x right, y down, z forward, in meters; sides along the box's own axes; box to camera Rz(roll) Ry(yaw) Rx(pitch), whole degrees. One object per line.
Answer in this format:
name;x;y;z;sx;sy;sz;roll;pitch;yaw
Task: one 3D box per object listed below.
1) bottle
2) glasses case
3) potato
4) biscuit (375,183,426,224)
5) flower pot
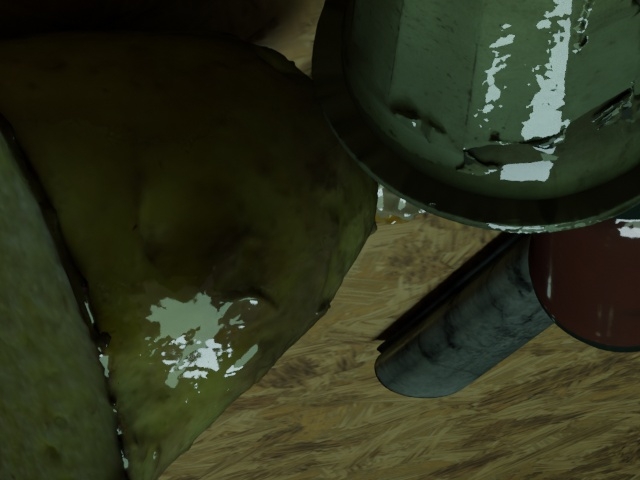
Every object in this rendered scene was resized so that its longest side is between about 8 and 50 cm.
bottle;0.215;-0.033;1.322;0.144;0.144;0.336;-15;159;2
glasses case;0.161;0.059;1.644;0.114;0.060;0.299;0;155;-28
potato;-0.107;-0.005;1.073;0.289;0.301;0.237;17;-144;40
biscuit;0.156;-0.117;1.121;0.379;0.054;0.094;-27;113;32
flower pot;0.104;-0.138;0.902;0.212;0.212;0.202;-11;153;-8
